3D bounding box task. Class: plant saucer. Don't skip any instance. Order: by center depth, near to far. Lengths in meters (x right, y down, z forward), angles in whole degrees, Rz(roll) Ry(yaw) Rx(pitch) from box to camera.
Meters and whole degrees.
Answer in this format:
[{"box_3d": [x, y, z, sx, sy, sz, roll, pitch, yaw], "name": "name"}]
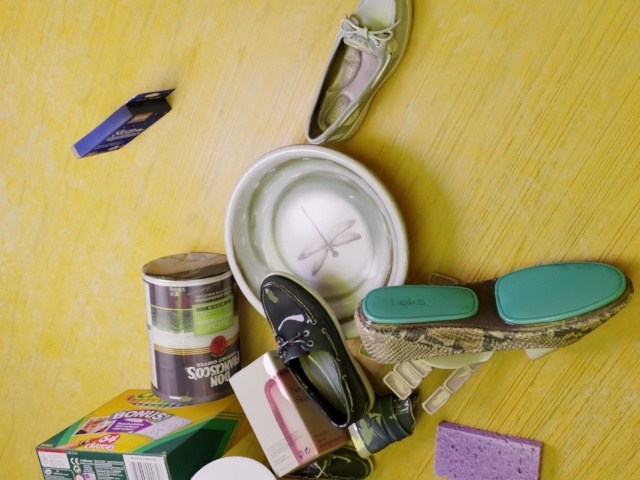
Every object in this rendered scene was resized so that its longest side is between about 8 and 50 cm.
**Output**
[{"box_3d": [0.000, 0.000, 1.610, 0.401, 0.100, 0.400, 8, 109, 24], "name": "plant saucer"}]

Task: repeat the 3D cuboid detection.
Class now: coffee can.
[{"box_3d": [-0.274, 0.184, 1.746, 0.202, 0.201, 0.275, 6, 107, 25], "name": "coffee can"}]

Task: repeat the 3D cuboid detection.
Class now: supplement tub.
[{"box_3d": [-0.167, 0.616, 1.700, 0.235, 0.235, 0.324, 21, 144, 20], "name": "supplement tub"}]

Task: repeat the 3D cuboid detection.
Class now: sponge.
[{"box_3d": [0.332, 0.436, 1.614, 0.210, 0.031, 0.117, 7, 108, 26], "name": "sponge"}]

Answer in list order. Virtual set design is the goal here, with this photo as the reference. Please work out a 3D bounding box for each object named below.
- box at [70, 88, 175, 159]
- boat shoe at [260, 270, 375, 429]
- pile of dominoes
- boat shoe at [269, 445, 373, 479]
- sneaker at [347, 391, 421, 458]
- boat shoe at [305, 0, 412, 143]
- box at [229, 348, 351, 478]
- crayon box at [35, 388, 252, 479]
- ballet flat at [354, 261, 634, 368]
[{"box_3d": [-0.413, -0.247, 1.723, 0.225, 0.136, 0.036, -31, 89, 31], "name": "box"}, {"box_3d": [-0.023, 0.219, 1.568, 0.127, 0.113, 0.340, -24, 99, 33], "name": "boat shoe"}, {"box_3d": [0.220, 0.194, 1.573, 0.196, 0.040, 0.251, 44, 97, 10], "name": "pile of dominoes"}, {"box_3d": [0.002, 0.496, 1.773, 0.233, 0.079, 0.084, 0, 105, 25], "name": "boat shoe"}, {"box_3d": [0.112, 0.312, 1.662, 0.163, 0.086, 0.226, -29, 83, 22], "name": "sneaker"}, {"box_3d": [0.064, -0.319, 1.479, 0.118, 0.103, 0.320, 35, 115, 13], "name": "boat shoe"}, {"box_3d": [-0.058, 0.349, 1.687, 0.127, 0.149, 0.232, -38, 72, 29], "name": "box"}, {"box_3d": [-0.385, 0.439, 1.813, 0.363, 0.313, 0.106, -5, 103, 28], "name": "crayon box"}, {"box_3d": [0.307, 0.149, 1.459, 0.483, 0.164, 0.182, -8, 128, 12], "name": "ballet flat"}]
